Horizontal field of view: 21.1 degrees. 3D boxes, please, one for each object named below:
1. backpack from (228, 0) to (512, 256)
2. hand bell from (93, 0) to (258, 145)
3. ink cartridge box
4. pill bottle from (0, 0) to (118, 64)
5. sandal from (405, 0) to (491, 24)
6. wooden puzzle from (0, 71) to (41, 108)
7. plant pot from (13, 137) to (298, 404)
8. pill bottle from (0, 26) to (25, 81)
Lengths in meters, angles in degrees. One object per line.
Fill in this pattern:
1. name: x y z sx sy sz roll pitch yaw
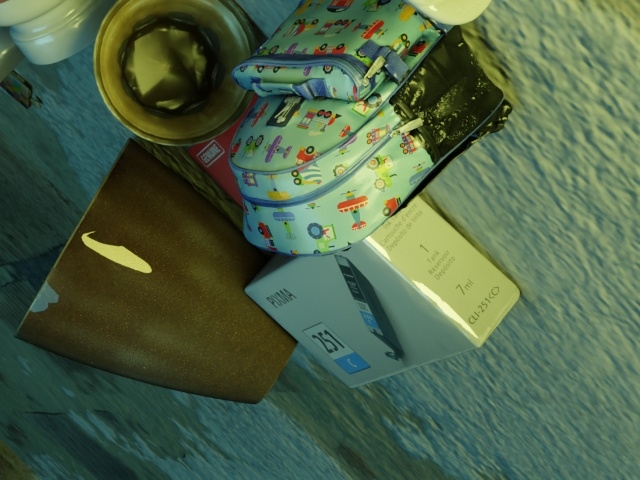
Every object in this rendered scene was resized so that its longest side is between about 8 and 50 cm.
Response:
1. backpack: 0.010 -0.075 1.121 0.158 0.173 0.117 14 145 52
2. hand bell: -0.137 -0.135 1.397 0.126 0.126 0.242 47 170 -11
3. ink cartridge box: 0.000 0.000 1.434 0.261 0.066 0.296 44 159 -6
4. pill bottle: -0.245 -0.245 1.319 0.121 0.121 0.216 16 147 50
5. sandal: -0.006 -0.220 0.973 0.265 0.102 0.076 48 156 -20
6. wooden puzzle: -0.316 -0.162 1.760 0.083 0.006 0.049 41 159 5
7. plant pot: -0.135 0.054 1.621 0.230 0.215 0.215 31 160 -7
8. pill bottle: -0.365 -0.246 1.493 0.264 0.146 0.146 43 159 -3
